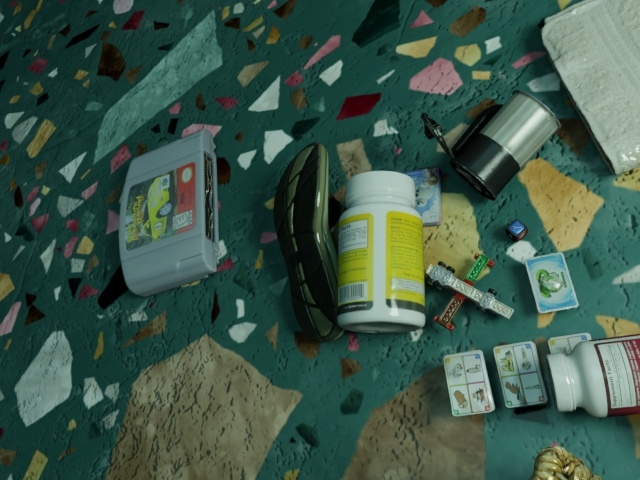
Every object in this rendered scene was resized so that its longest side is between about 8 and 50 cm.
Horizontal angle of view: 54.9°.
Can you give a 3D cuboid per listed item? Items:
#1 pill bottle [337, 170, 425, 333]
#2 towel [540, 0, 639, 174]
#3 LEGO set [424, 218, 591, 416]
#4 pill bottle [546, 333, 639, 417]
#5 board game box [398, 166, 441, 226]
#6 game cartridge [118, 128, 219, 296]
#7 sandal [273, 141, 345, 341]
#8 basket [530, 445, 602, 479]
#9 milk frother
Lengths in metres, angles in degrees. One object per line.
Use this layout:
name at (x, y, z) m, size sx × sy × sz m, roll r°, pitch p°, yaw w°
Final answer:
pill bottle at (0.083, 0.018, 0.853) m, size 0.119 × 0.119 × 0.209 m, roll -6°, pitch 72°, yaw 26°
towel at (0.431, -0.240, 0.839) m, size 0.187 × 0.049 × 0.282 m, roll -25°, pitch 59°, yaw 17°
LEGO set at (0.240, 0.096, 0.805) m, size 0.182 × 0.060 × 0.244 m, roll -12°, pitch 65°, yaw 11°
pill bottle at (0.334, 0.149, 0.680) m, size 0.152 × 0.086 × 0.086 m, roll -10°, pitch 63°, yaw 14°
board game box at (0.138, -0.062, 0.932) m, size 0.090 × 0.020 × 0.090 m, roll -7°, pitch 67°, yaw 26°
game cartridge at (-0.281, -0.052, 1.133) m, size 0.196 × 0.060 × 0.294 m, roll -20°, pitch 60°, yaw 24°
sandal at (-0.001, 0.002, 0.942) m, size 0.120 × 0.086 × 0.303 m, roll -18°, pitch 76°, yaw 49°
basket at (0.233, 0.338, 0.532) m, size 0.213 × 0.299 × 0.223 m, roll -49°, pitch 57°, yaw 2°
milk frother at (0.228, -0.155, 0.851) m, size 0.135 × 0.143 × 0.129 m, roll -48°, pitch 48°, yaw 3°
